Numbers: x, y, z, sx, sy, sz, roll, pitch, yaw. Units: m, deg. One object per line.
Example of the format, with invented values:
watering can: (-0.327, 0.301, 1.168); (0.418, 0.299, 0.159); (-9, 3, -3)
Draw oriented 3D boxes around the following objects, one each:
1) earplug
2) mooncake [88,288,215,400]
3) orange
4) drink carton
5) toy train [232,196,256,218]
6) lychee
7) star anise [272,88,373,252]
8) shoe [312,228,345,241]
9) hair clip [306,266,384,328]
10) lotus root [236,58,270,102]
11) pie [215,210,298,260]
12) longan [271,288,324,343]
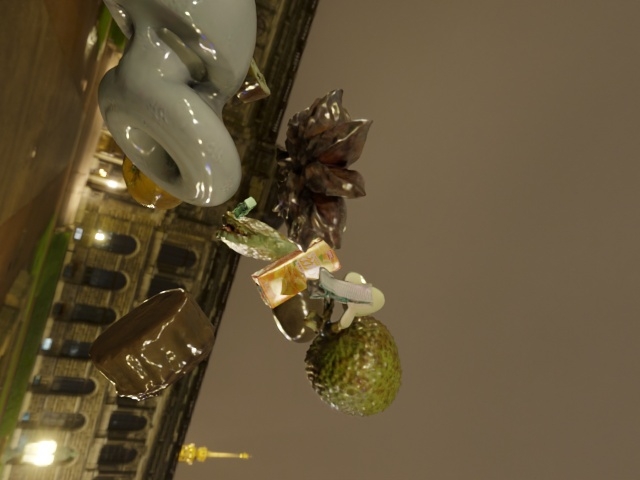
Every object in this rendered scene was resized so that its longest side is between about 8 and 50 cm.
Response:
earplug: (-0.174, -0.193, 0.592); (0.214, 0.175, 0.326); (25, -58, 21)
mooncake: (-0.465, 0.290, 1.322); (0.323, 0.187, 0.324); (-27, -162, 10)
orange: (-0.563, -0.247, 1.649); (0.279, 0.235, 0.279); (3, -85, 39)
drink carton: (-0.064, 0.082, 1.243); (0.096, 0.222, 0.071); (65, -20, -11)
toy train: (-0.230, -0.094, 1.397); (0.033, 0.053, 0.083); (55, -37, 1)
lychee: (0.085, 0.323, 1.249); (0.269, 0.320, 0.270); (-21, -135, 22)
star anise: (-0.012, -0.131, 0.905); (0.331, 0.117, 0.332); (-3, -94, 60)
shoe: (0.000, 0.000, 1.700); (0.110, 0.095, 0.265); (-44, 176, -27)
hair clip: (0.068, 0.138, 1.139); (0.071, 0.218, 0.159); (-38, -134, 43)
lotus root: (-0.293, -0.637, 1.766); (0.118, 0.235, 0.138); (-24, -162, 12)
pie: (-0.282, 0.005, 2.249); (0.395, 0.417, 0.181); (53, 58, -75)
longan: (-0.091, 0.316, 1.994); (0.215, 0.245, 0.246); (121, -28, -55)
